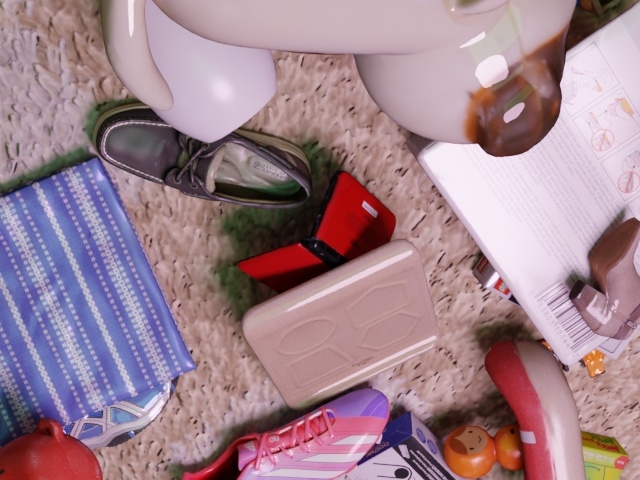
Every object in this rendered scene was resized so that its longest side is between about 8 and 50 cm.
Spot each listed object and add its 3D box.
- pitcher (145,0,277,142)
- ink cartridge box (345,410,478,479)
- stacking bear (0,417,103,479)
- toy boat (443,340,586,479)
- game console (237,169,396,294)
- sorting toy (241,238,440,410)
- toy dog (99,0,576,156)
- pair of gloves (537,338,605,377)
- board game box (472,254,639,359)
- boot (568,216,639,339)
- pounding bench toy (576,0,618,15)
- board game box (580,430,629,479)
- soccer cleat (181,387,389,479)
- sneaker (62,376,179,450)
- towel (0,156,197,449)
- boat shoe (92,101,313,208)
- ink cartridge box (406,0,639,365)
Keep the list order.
[{"bbox_3d":[-0.114,-0.212,1.055,0.177,0.125,0.207,-41,106,-13],"label":"pitcher"},{"bbox_3d":[0.129,0.296,1.341,0.097,0.046,0.207,-34,117,21],"label":"ink cartridge box"},{"bbox_3d":[-0.317,0.291,1.136,0.164,0.175,0.289,1,142,-46],"label":"stacking bear"},{"bbox_3d":[0.212,0.228,1.280,0.151,0.151,0.231,-8,95,7],"label":"toy boat"},{"bbox_3d":[0.000,0.000,1.181,0.144,0.085,0.124,37,71,-58],"label":"game console"},{"bbox_3d":[0.026,0.089,1.216,0.193,0.038,0.208,-25,145,-2],"label":"sorting toy"},{"bbox_3d":[0.059,-0.226,0.946,0.408,0.284,0.395,28,91,-39],"label":"toy dog"},{"bbox_3d":[0.294,0.138,1.345,0.083,0.010,0.074,-19,115,-4],"label":"pair of gloves"},{"bbox_3d":[0.329,-0.039,1.251,0.193,0.053,0.305,28,104,-19],"label":"board game box"},{"bbox_3d":[0.309,0.044,1.161,0.087,0.042,0.118,31,105,-24],"label":"boot"},{"bbox_3d":[0.284,-0.258,1.136,0.065,0.083,0.052,-33,116,1],"label":"pounding bench toy"},{"bbox_3d":[0.294,0.320,1.403,0.092,0.043,0.181,14,108,-18],"label":"board game box"},{"bbox_3d":[-0.037,0.234,1.268,0.248,0.083,0.095,-34,128,7],"label":"soccer cleat"},{"bbox_3d":[-0.242,0.172,1.198,0.211,0.080,0.081,-32,118,1],"label":"sneaker"},{"bbox_3d":[-0.323,0.087,1.133,0.336,0.040,0.243,-23,99,-2],"label":"towel"},{"bbox_3d":[-0.109,-0.080,1.126,0.223,0.073,0.080,13,107,-19],"label":"boat shoe"},{"bbox_3d":[0.276,-0.057,1.170,0.261,0.066,0.296,-35,111,6],"label":"ink cartridge box"}]
